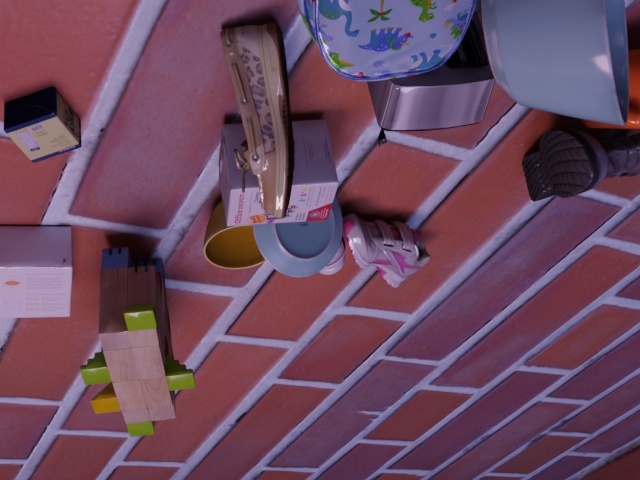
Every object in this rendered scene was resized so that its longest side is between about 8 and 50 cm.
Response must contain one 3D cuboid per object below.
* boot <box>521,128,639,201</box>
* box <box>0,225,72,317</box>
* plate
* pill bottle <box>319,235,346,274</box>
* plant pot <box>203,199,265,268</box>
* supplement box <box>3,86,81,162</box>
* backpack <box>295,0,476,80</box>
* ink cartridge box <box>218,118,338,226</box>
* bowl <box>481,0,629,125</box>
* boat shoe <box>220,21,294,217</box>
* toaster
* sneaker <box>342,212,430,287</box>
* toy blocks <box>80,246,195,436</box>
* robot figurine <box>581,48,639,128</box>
[{"bbox_3d":[0.491,-0.149,1.517,0.222,0.118,0.338,-13,-178,-1],"label":"boot"},{"bbox_3d":[-0.515,0.059,1.592,0.130,0.091,0.170,1,144,-18],"label":"box"},{"bbox_3d":[-0.032,-0.029,1.547,0.188,0.188,0.024,13,172,-32],"label":"plate"},{"bbox_3d":[0.000,0.000,1.673,0.086,0.086,0.152,-15,146,5],"label":"pill bottle"},{"bbox_3d":[-0.148,-0.024,1.583,0.134,0.095,0.134,-9,145,-6],"label":"plant pot"},{"bbox_3d":[-0.415,-0.172,1.323,0.083,0.056,0.083,-17,145,7],"label":"supplement box"},{"bbox_3d":[0.075,-0.367,1.059,0.290,0.274,0.355,-11,159,-13],"label":"backpack"},{"bbox_3d":[-0.074,-0.109,1.446,0.176,0.127,0.128,-4,154,-11],"label":"ink cartridge box"},{"bbox_3d":[0.317,-0.302,1.194,0.163,0.312,0.311,-3,151,24],"label":"bowl"},{"bbox_3d":[-0.089,-0.173,1.301,0.089,0.104,0.285,-3,102,3],"label":"boat shoe"},{"bbox_3d":[0.153,-0.245,1.284,0.167,0.186,0.110,-6,150,-8],"label":"toaster"},{"bbox_3d":[0.128,0.001,1.714,0.111,0.103,0.252,-32,148,20],"label":"sneaker"},{"bbox_3d":[-0.340,0.153,1.656,0.190,0.261,0.381,-6,138,-6],"label":"toy blocks"},{"bbox_3d":[0.493,-0.239,1.402,0.219,0.128,0.158,5,-176,32],"label":"robot figurine"}]
